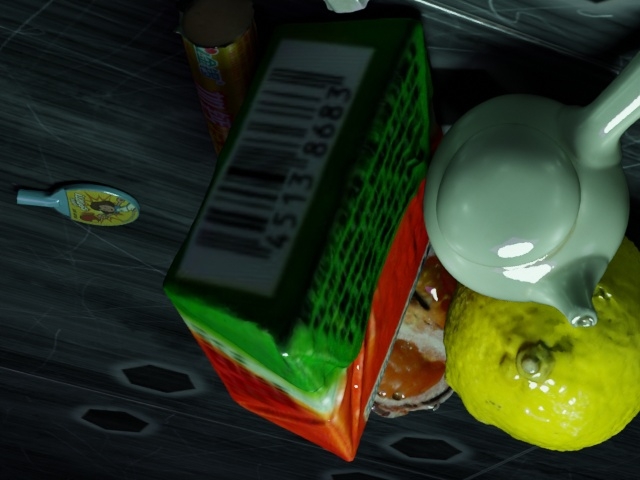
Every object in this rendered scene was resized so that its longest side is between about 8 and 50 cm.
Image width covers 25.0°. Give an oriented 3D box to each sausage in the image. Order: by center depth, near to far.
[{"bbox_3d":[-0.088,-0.132,1.520,0.082,0.082,0.371,5,155,7],"label":"sausage"}]

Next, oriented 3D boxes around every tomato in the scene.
[{"bbox_3d":[0.100,0.106,1.834,0.199,0.228,0.112,28,176,-30],"label":"tomato"}]

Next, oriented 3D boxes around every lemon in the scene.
[{"bbox_3d":[0.270,0.108,1.654,0.268,0.322,0.268,6,114,14],"label":"lemon"}]

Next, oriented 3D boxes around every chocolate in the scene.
[{"bbox_3d":[0.000,0.000,1.460,0.161,0.360,0.341,15,157,18],"label":"chocolate"}]

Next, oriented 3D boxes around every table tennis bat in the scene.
[{"bbox_3d":[-0.305,-0.047,1.821,0.155,0.019,0.100,7,155,-3],"label":"table tennis bat"}]

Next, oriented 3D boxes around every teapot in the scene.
[{"bbox_3d":[0.222,-0.087,1.402,0.220,0.318,0.149,24,-169,16],"label":"teapot"}]

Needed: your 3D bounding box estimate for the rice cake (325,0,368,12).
[{"bbox_3d":[-0.005,-0.278,1.225,0.055,0.049,0.270,20,162,30],"label":"rice cake"}]
